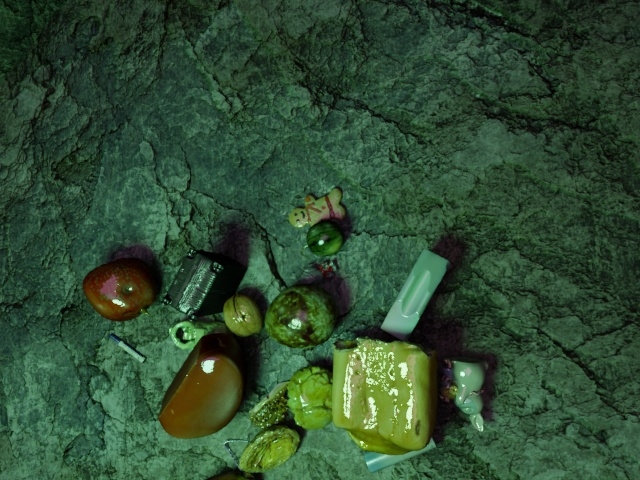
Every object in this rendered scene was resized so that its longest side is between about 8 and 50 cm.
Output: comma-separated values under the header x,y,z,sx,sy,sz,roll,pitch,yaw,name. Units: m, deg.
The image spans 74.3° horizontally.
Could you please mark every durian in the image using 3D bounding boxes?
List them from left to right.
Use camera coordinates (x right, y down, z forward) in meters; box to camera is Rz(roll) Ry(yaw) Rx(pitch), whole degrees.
x,y,z,sx,sy,sz,roll,pitch,yaw,name
-0.185,0.637,1.621,0.140,0.078,0.224,32,92,14,durian

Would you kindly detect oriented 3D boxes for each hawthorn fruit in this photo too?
x,y,z,sx,sy,sz,roll,pitch,yaw,name
-0.800,0.204,1.723,0.275,0.275,0.299,-44,87,4,hawthorn fruit

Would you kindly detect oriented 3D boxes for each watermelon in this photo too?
x,y,z,sx,sy,sz,roll,pitch,yaw,name
0.000,0.000,1.633,0.188,0.141,0.140,-23,79,10,watermelon

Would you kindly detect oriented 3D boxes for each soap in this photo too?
x,y,z,sx,sy,sz,roll,pitch,yaw,name
0.337,0.196,1.507,0.109,0.193,0.323,30,89,14,soap

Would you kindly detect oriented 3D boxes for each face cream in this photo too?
x,y,z,sx,sy,sz,roll,pitch,yaw,name
0.283,0.745,1.507,0.250,0.077,0.077,-26,78,6,face cream

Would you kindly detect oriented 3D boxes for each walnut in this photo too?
x,y,z,sx,sy,sz,roll,pitch,yaw,name
-0.305,0.293,1.658,0.144,0.144,0.180,-23,92,8,walnut

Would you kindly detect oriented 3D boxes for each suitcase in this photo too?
x,y,z,sx,sy,sz,roll,pitch,yaw,name
-0.421,0.166,1.603,0.152,0.335,0.229,28,89,10,suitcase

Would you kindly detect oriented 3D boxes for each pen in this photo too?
x,y,z,sx,sy,sz,roll,pitch,yaw,name
-0.827,0.461,1.811,0.204,0.025,0.025,30,90,15,pen

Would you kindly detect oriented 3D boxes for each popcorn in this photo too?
x,y,z,sx,sy,sz,roll,pitch,yaw,name
-0.021,0.571,1.546,0.205,0.184,0.220,1,79,-18,popcorn

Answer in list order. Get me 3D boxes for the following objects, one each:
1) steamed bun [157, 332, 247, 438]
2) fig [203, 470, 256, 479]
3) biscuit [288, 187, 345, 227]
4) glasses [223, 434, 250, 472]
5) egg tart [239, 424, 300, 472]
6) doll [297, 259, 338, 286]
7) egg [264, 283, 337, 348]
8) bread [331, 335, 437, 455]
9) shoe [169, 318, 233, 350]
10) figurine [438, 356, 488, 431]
x,y,z,sx,sy,sz,roll,pitch,yaw,name
-0.410,0.552,1.580,0.248,0.235,0.379,32,98,-16,steamed bun
-0.356,0.965,1.545,0.264,0.224,0.223,-16,80,6,fig
-0.016,-0.114,1.709,0.235,0.030,0.153,-15,78,9,biscuit
-0.300,0.815,1.651,0.104,0.062,0.140,-38,76,-17,glasses
-0.192,0.762,1.569,0.098,0.232,0.252,52,130,47,egg tart
-0.013,0.139,1.656,0.180,0.079,0.093,-29,102,-6,doll
-0.078,0.283,1.564,0.290,0.238,0.238,-19,79,18,egg
0.226,0.529,1.460,0.362,0.250,0.393,-2,83,26,bread
-0.484,0.397,1.706,0.263,0.128,0.139,11,99,16,shoe
0.498,0.532,1.466,0.156,0.127,0.235,3,86,-6,figurine
